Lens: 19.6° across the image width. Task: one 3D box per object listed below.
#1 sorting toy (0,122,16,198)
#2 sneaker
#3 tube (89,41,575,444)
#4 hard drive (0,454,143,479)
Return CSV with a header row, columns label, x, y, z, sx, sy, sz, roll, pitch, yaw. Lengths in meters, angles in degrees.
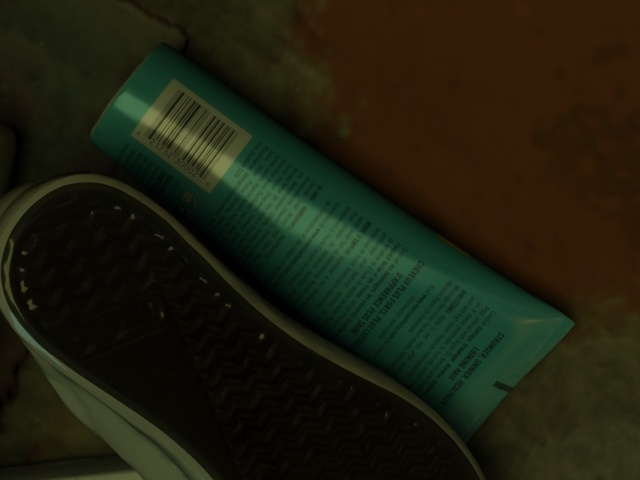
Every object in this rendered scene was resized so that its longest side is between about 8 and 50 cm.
label,x,y,z,sx,sy,sz,roll,pitch,yaw
sorting toy,-0.289,0.048,0.808,0.255,0.089,0.257,13,94,16
sneaker,-0.027,0.077,0.782,0.106,0.123,0.290,-44,106,-10
tube,0.000,0.000,0.774,0.207,0.052,0.080,38,118,0
hard drive,-0.216,0.233,0.879,0.353,0.047,0.233,-9,99,16
